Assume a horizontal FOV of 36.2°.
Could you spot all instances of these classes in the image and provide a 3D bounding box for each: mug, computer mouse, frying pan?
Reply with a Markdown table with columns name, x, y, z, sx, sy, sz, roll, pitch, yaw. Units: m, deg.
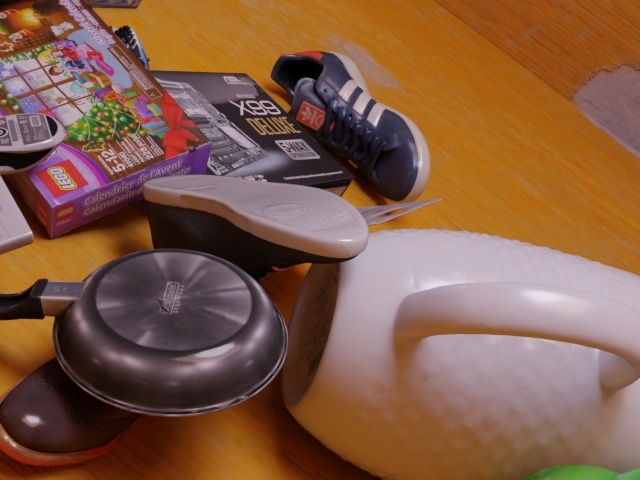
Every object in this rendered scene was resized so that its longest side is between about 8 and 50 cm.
| name | x | y | z | sx | sy | sz | roll | pitch | yaw |
| --- | --- | --- | --- | --- | --- | --- | --- | --- | --- |
| mug | 0.155 | 0.112 | 0.942 | 0.327 | 0.374 | 0.276 | 15 | 70 | -14 |
| computer mouse | -0.346 | -0.083 | 0.955 | 0.192 | 0.042 | 0.106 | -9 | 39 | -18 |
| frying pan | -0.181 | 0.044 | 0.837 | 0.326 | 0.053 | 0.197 | 22 | 37 | 16 |

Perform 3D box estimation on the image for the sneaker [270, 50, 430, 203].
| name | x | y | z | sx | sy | sz | roll | pitch | yaw |
| --- | --- | --- | --- | --- | --- | --- | --- | --- | --- |
| sneaker | 0.032 | -0.181 | 1.531 | 0.148 | 0.131 | 0.350 | 1 | 37 | -38 |

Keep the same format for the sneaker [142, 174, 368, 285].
| name | x | y | z | sx | sy | sz | roll | pitch | yaw |
| --- | --- | --- | --- | --- | --- | --- | --- | --- | --- |
| sneaker | -0.064 | 0.023 | 0.964 | 0.295 | 0.147 | 0.104 | 12 | 22 | 43 |

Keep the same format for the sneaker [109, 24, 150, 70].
| name | x | y | z | sx | sy | sz | roll | pitch | yaw |
| --- | --- | --- | --- | --- | --- | --- | --- | --- | --- |
| sneaker | -0.255 | -0.249 | 1.325 | 0.073 | 0.063 | 0.162 | 33 | 4 | -29 |

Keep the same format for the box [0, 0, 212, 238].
| name | x | y | z | sx | sy | sz | roll | pitch | yaw |
| --- | --- | --- | --- | --- | --- | --- | --- | --- | --- |
| box | -0.287 | -0.154 | 1.093 | 0.200 | 0.057 | 0.293 | -28 | 64 | -33 |

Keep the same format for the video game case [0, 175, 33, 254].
| name | x | y | z | sx | sy | sz | roll | pitch | yaw |
| --- | --- | --- | --- | --- | --- | --- | --- | --- | --- |
| video game case | -0.355 | -0.027 | 0.859 | 0.157 | 0.019 | 0.143 | -22 | 61 | -27 |

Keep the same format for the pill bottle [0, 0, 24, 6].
| name | x | y | z | sx | sy | sz | roll | pitch | yaw |
| --- | --- | --- | --- | --- | --- | --- | --- | --- | --- |
| pill bottle | -0.419 | -0.356 | 1.323 | 0.137 | 0.078 | 0.078 | 26 | 28 | -18 |

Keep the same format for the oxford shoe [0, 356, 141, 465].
| name | x | y | z | sx | sy | sz | roll | pitch | yaw |
| --- | --- | --- | --- | --- | --- | --- | --- | --- | --- |
| oxford shoe | -0.171 | 0.108 | 0.847 | 0.097 | 0.098 | 0.271 | 43 | 28 | 13 |

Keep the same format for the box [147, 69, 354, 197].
| name | x | y | z | sx | sy | sz | roll | pitch | yaw |
| --- | --- | --- | --- | --- | --- | --- | --- | --- | --- |
| box | -0.133 | -0.121 | 1.280 | 0.242 | 0.077 | 0.307 | 46 | 29 | 21 |

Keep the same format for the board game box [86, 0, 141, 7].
| name | x | y | z | sx | sy | sz | roll | pitch | yaw |
| --- | --- | --- | --- | --- | --- | --- | --- | --- | --- |
| board game box | -0.386 | -0.421 | 1.485 | 0.194 | 0.060 | 0.194 | 37 | 26 | 2 |

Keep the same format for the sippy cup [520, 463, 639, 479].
| name | x | y | z | sx | sy | sz | roll | pitch | yaw |
| --- | --- | --- | --- | --- | --- | --- | --- | --- | --- |
| sippy cup | 0.270 | 0.354 | 0.828 | 0.240 | 0.224 | 0.306 | 15 | 33 | -33 |

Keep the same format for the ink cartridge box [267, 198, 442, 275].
| name | x | y | z | sx | sy | sz | roll | pitch | yaw |
| --- | --- | --- | --- | --- | --- | --- | --- | --- | --- |
| ink cartridge box | 0.000 | 0.000 | 1.107 | 0.232 | 0.066 | 0.189 | 0 | 11 | 29 |
